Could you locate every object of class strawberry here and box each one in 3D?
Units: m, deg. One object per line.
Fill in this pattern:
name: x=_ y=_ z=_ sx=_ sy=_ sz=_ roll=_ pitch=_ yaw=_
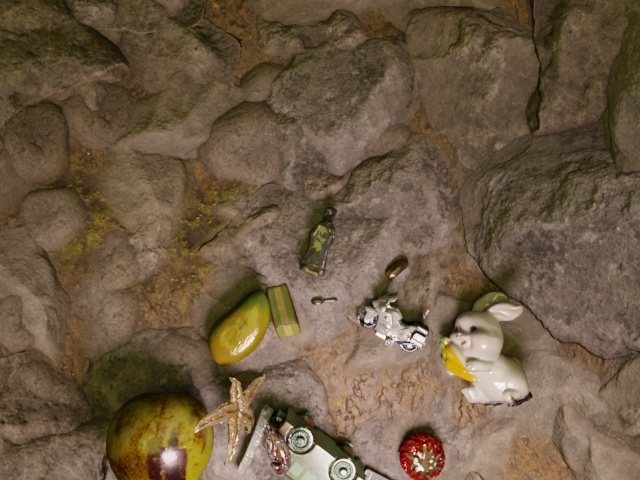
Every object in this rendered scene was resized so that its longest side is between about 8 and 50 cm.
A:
strawberry: x=0.304 y=0.643 z=1.408 sx=0.145 sy=0.086 sz=0.145 roll=0 pitch=84 yaw=-3

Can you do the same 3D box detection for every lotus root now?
lotus root: x=0.238 y=0.086 z=1.477 sx=0.083 sy=0.030 sz=0.037 roll=-38 pitch=88 yaw=-7

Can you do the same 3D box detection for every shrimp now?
shrimp: x=-0.125 y=0.548 z=1.276 sx=0.065 sy=0.056 sz=0.165 roll=-28 pitch=85 yaw=11

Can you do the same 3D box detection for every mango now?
mango: x=-0.228 y=0.259 z=1.388 sx=0.237 sy=0.091 sz=0.137 roll=-42 pitch=89 yaw=1

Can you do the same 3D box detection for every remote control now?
remote control: x=0.204 y=0.741 z=1.422 sx=0.184 sy=0.027 sz=0.050 roll=30 pitch=85 yaw=-6

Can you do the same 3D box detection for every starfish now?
starfish: x=-0.237 y=0.495 z=1.314 sx=0.047 sy=0.295 sz=0.232 roll=2 pitch=101 yaw=26

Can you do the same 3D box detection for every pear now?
pear: x=-0.424 y=0.540 z=1.263 sx=0.283 sy=0.283 sz=0.284 roll=0 pitch=85 yaw=-5

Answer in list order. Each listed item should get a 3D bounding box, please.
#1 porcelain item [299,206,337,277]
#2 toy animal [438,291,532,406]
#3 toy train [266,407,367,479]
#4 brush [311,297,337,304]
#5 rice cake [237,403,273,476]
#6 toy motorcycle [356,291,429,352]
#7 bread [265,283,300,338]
porcelain item: x=0.000 y=0.000 z=1.445 sx=0.081 sy=0.069 sz=0.216 roll=16 pitch=85 yaw=1
toy animal: x=0.497 y=0.325 z=1.409 sx=0.247 sy=0.183 sz=0.310 roll=-17 pitch=81 yaw=-11
toy train: x=-0.022 y=0.618 z=1.364 sx=0.326 sy=0.129 sz=0.159 roll=38 pitch=89 yaw=-1
brush: x=0.012 y=0.186 z=1.461 sx=0.083 sy=0.008 sz=0.024 roll=-3 pitch=82 yaw=-5
rice cake: x=-0.191 y=0.581 z=1.381 sx=0.034 sy=0.043 sz=0.211 roll=23 pitch=90 yaw=3
toy motorcycle: x=0.231 y=0.242 z=1.435 sx=0.221 sy=0.102 sz=0.150 roll=30 pitch=104 yaw=1
bread: x=-0.115 y=0.214 z=1.447 sx=0.074 sy=0.084 sz=0.139 roll=-17 pitch=56 yaw=-5
